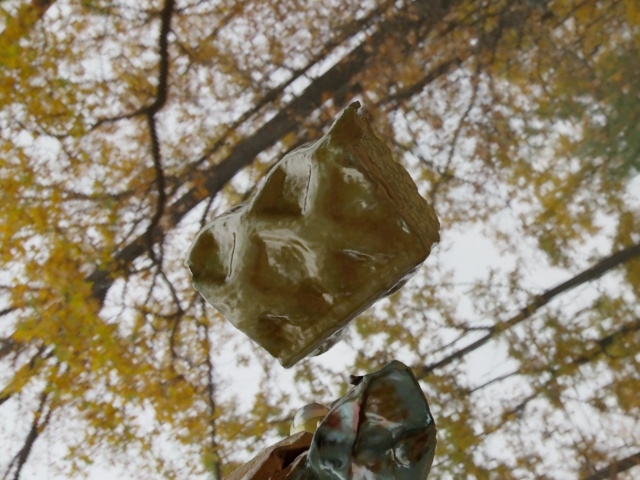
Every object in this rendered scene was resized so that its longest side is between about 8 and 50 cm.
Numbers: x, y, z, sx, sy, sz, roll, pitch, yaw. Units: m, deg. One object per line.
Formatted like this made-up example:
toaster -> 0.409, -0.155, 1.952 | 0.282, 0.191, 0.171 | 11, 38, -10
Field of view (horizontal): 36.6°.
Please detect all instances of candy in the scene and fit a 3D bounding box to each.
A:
candy -> -0.022, 0.110, 0.379 | 0.053, 0.182, 0.046 | 45, -146, -2

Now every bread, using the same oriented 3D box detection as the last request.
bread -> 0.002, 0.000, 1.085 | 0.238, 0.252, 0.196 | 49, -166, -26

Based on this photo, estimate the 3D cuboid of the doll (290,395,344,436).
doll -> -0.023, 0.241, 1.028 | 0.117, 0.291, 0.086 | 1, -124, -37
